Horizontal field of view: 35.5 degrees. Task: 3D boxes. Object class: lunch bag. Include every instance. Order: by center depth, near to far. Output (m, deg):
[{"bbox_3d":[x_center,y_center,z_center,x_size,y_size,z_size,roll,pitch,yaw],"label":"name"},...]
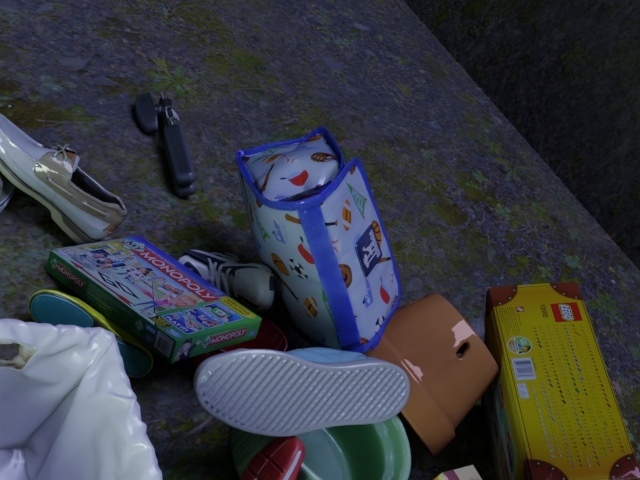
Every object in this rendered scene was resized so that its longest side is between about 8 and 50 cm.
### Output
[{"bbox_3d":[0.000,0.000,1.857,0.385,0.239,0.328,-114,-174,-68],"label":"lunch bag"}]

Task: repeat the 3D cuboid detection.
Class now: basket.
[{"bbox_3d":[-0.404,0.300,1.218,0.328,0.266,0.331,9,43,-43],"label":"basket"}]

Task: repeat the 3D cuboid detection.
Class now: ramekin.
[{"bbox_3d":[-0.007,0.351,1.717,0.303,0.148,0.303,28,33,-21],"label":"ramekin"}]

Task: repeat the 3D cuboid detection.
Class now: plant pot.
[{"bbox_3d":[0.203,0.238,1.918,0.291,0.203,0.291,53,-4,6],"label":"plant pot"}]

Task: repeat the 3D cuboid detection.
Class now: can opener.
[{"bbox_3d":[-0.329,-0.208,2.146,0.093,0.074,0.280,-14,53,-14],"label":"can opener"}]

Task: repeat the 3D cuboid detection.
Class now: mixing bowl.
[{"bbox_3d":[-0.159,0.199,1.759,0.181,0.098,0.181,17,19,-6],"label":"mixing bowl"}]

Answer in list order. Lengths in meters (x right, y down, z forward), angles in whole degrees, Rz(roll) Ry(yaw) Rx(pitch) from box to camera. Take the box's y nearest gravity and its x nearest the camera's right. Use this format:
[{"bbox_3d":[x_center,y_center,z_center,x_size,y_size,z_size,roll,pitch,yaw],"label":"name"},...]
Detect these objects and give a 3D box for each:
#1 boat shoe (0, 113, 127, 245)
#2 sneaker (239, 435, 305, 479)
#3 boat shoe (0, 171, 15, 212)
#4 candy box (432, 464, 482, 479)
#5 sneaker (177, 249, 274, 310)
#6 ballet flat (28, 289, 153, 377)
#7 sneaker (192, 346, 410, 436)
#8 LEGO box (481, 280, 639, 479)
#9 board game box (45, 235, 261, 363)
[{"bbox_3d":[-0.466,-0.122,1.748,0.302,0.103,0.113,48,15,-29],"label":"boat shoe"},{"bbox_3d":[-0.065,0.413,1.549,0.128,0.221,0.087,33,1,-35],"label":"sneaker"},{"bbox_3d":[-0.581,-0.083,1.662,0.109,0.094,0.302,36,30,-10],"label":"boat shoe"},{"bbox_3d":[0.159,0.509,1.543,0.087,0.316,0.183,0,51,-48],"label":"candy box"},{"bbox_3d":[-0.194,0.074,1.849,0.153,0.094,0.235,0,19,-32],"label":"sneaker"},{"bbox_3d":[-0.376,0.149,1.642,0.231,0.077,0.077,35,10,-17],"label":"ballet flat"},{"bbox_3d":[-0.047,0.233,1.586,0.366,0.150,0.135,10,88,-29],"label":"sneaker"},{"bbox_3d":[0.448,0.384,1.948,0.193,0.372,0.500,-4,40,2],"label":"LEGO box"},{"bbox_3d":[-0.286,0.092,1.712,0.317,0.046,0.213,31,24,28],"label":"board game box"}]
